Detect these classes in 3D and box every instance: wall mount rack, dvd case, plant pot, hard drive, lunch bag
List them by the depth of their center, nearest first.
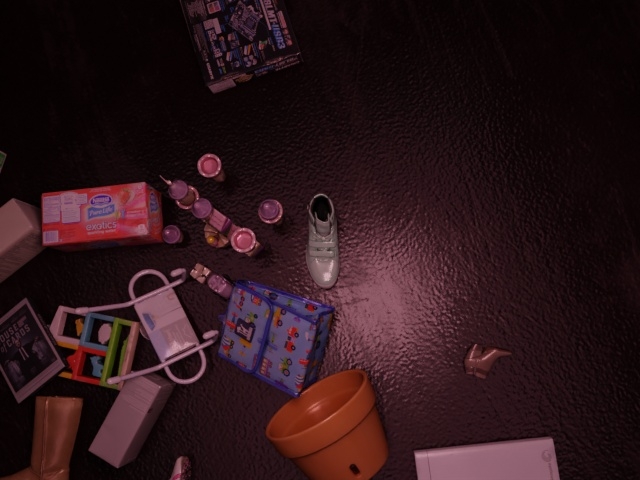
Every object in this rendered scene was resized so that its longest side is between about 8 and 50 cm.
[{"bbox_3d":[0.036,0.486,1.629,0.291,0.291,0.203,-30,97,1],"label":"plant pot"},{"bbox_3d":[0.430,0.639,1.665,0.353,0.047,0.233,-7,81,4],"label":"hard drive"},{"bbox_3d":[-0.454,0.230,1.727,0.304,0.130,0.350,-24,73,-21],"label":"wall mount rack"},{"bbox_3d":[-0.137,0.243,1.731,0.293,0.138,0.221,19,107,20],"label":"lunch bag"},{"bbox_3d":[-0.829,0.306,1.831,0.179,0.029,0.239,-39,75,7],"label":"dvd case"}]

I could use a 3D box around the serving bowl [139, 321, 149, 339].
[{"bbox_3d":[-0.462,0.238,1.827,0.083,0.027,0.083,-1,81,5],"label":"serving bowl"}]

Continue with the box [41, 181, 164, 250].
[{"bbox_3d":[-0.607,-0.063,1.830,0.300,0.142,0.154,-7,81,4],"label":"box"}]

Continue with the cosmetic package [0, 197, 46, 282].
[{"bbox_3d":[-0.919,0.030,1.840,0.309,0.160,0.113,-39,79,-2],"label":"cosmetic package"}]

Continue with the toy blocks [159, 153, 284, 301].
[{"bbox_3d":[-0.289,-0.044,1.736,0.288,0.260,0.309,36,86,9],"label":"toy blocks"}]

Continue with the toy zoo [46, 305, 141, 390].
[{"bbox_3d":[-0.659,0.295,1.826,0.293,0.030,0.192,9,83,13],"label":"toy zoo"}]

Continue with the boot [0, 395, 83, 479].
[{"bbox_3d":[-0.777,0.562,1.785,0.236,0.089,0.269,2,80,-1],"label":"boot"}]

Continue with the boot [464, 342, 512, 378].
[{"bbox_3d":[0.439,0.321,1.720,0.118,0.042,0.087,10,89,8],"label":"boot"}]

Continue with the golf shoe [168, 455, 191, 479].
[{"bbox_3d":[-0.396,0.665,1.734,0.086,0.067,0.186,9,82,9],"label":"golf shoe"}]

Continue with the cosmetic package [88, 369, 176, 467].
[{"bbox_3d":[-0.501,0.471,1.746,0.107,0.127,0.238,24,86,9],"label":"cosmetic package"}]

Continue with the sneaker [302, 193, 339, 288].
[{"bbox_3d":[-0.001,0.000,1.755,0.094,0.151,0.256,-4,82,4],"label":"sneaker"}]

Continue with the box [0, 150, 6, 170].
[{"bbox_3d":[-1.101,-0.193,1.912,0.262,0.127,0.231,15,81,7],"label":"box"}]

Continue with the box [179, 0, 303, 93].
[{"bbox_3d":[-0.231,-0.615,1.914,0.293,0.073,0.295,-19,79,2],"label":"box"}]
